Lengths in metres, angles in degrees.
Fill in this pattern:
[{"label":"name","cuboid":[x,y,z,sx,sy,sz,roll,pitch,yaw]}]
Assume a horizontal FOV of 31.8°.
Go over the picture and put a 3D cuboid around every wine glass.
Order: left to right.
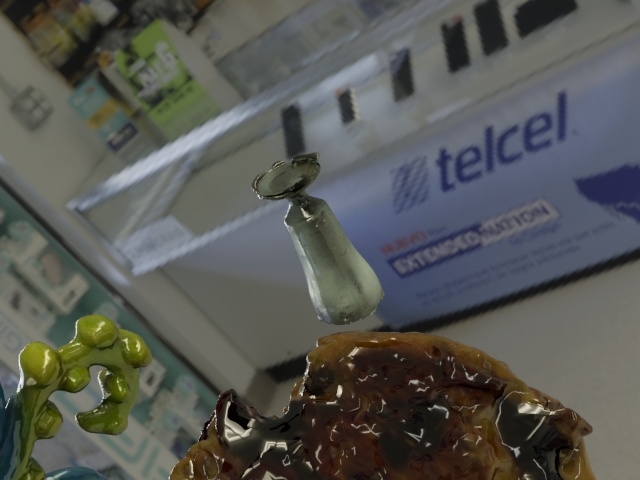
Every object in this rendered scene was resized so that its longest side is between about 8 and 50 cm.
[{"label":"wine glass","cuboid":[0.000,0.000,1.042,0.072,0.155,0.072,-21,28,12]}]

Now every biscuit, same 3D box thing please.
[{"label":"biscuit","cuboid":[0.028,0.219,0.660,0.081,0.289,0.334,112,177,-84]}]

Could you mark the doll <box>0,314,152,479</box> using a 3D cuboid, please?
[{"label":"doll","cuboid":[-0.265,0.173,0.709,0.099,0.341,0.346,29,27,29]}]
